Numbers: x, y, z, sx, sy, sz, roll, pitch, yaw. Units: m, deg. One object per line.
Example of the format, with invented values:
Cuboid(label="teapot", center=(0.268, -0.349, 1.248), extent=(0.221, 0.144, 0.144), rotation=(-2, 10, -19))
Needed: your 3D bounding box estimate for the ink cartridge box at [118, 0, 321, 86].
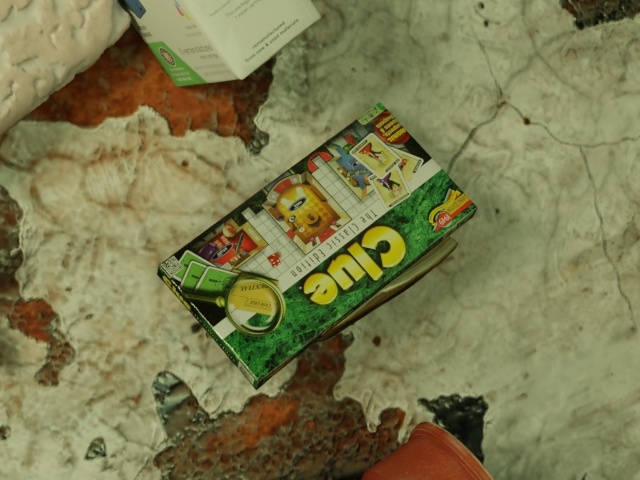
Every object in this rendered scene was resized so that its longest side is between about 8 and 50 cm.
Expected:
Cuboid(label="ink cartridge box", center=(-0.119, -0.234, 1.169), extent=(0.093, 0.154, 0.212), rotation=(-40, 110, -18))

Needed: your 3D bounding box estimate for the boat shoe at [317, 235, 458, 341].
Cuboid(label="boat shoe", center=(0.049, 0.027, 1.320), extent=(0.170, 0.063, 0.059), rotation=(-30, 81, -28))

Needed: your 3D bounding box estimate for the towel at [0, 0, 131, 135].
Cuboid(label="towel", center=(-0.323, -0.188, 1.065), extent=(0.332, 0.053, 0.317), rotation=(-45, 127, -26))

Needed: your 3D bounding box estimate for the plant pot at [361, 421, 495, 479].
Cuboid(label="plant pot", center=(0.040, 0.334, 1.234), extent=(0.265, 0.272, 0.272), rotation=(-26, 104, -14))

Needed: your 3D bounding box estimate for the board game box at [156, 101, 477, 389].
Cuboid(label="board game box", center=(0.000, 0.000, 1.278), extent=(0.260, 0.030, 0.136), rotation=(-38, 80, -20))
